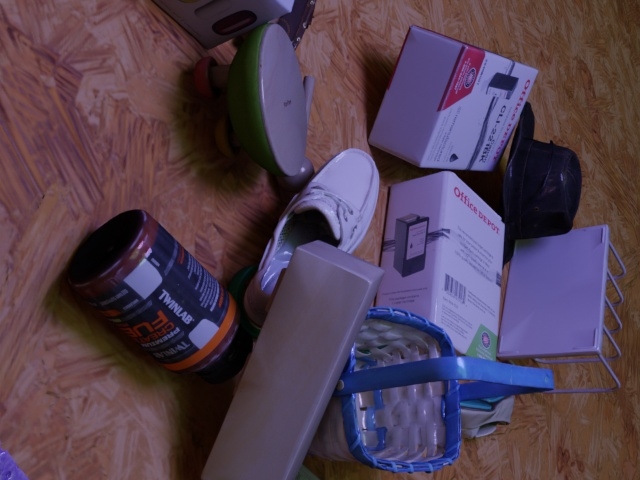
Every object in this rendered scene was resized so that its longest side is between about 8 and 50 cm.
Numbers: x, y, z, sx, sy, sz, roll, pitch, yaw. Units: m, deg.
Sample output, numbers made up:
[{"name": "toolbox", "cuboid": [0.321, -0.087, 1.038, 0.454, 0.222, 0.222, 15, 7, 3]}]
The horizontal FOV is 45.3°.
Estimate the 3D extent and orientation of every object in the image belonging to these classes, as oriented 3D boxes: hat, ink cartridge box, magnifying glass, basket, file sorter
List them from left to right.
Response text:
[{"name": "magnifying glass", "cuboid": [-0.041, 0.056, 1.007, 0.231, 0.026, 0.092, -29, 103, -49]}, {"name": "basket", "cuboid": [0.107, 0.181, 0.940, 0.255, 0.289, 0.201, 20, 65, -49]}, {"name": "ink cartridge box", "cuboid": [0.195, 0.058, 1.226, 0.198, 0.115, 0.272, 35, 55, -42]}, {"name": "ink cartridge box", "cuboid": [0.227, -0.225, 1.275, 0.273, 0.114, 0.197, -5, 120, -52]}, {"name": "hat", "cuboid": [0.417, -0.088, 1.439, 0.331, 0.134, 0.331, 11, 90, -72]}, {"name": "file sorter", "cuboid": [0.487, 0.141, 1.511, 0.173, 0.193, 0.277, 46, 48, -37]}]

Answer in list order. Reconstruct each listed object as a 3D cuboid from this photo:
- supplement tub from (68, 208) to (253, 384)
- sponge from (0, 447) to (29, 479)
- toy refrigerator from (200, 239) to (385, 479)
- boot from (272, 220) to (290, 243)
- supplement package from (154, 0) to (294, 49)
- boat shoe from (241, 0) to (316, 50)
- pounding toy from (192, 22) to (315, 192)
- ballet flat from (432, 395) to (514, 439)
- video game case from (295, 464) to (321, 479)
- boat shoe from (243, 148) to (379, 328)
[{"name": "supplement tub", "cuboid": [-0.154, 0.067, 0.792, 0.198, 0.106, 0.106, 49, 46, -31]}, {"name": "sponge", "cuboid": [-0.284, 0.251, 0.640, 0.117, 0.031, 0.210, -47, 118, -46]}, {"name": "toy refrigerator", "cuboid": [-0.031, 0.139, 0.820, 0.269, 0.094, 0.102, -67, 170, 10]}, {"name": "boot", "cuboid": [0.000, 0.001, 1.023, 0.121, 0.045, 0.099, 49, 38, 7]}, {"name": "supplement package", "cuboid": [-0.148, -0.397, 0.893, 0.262, 0.145, 0.204, 37, 53, -40]}, {"name": "boat shoe", "cuboid": [-0.044, -0.319, 1.066, 0.073, 0.073, 0.207, 48, 54, -35]}, {"name": "pounding toy", "cuboid": [-0.086, -0.160, 0.957, 0.237, 0.110, 0.182, 35, 53, -72]}, {"name": "ballet flat", "cuboid": [0.254, 0.291, 1.275, 0.248, 0.086, 0.086, 8, 74, -51]}, {"name": "video game case", "cuboid": [-0.044, 0.369, 0.918, 0.212, 0.023, 0.193, 50, 46, -32]}, {"name": "boat shoe", "cuboid": [0.002, -0.018, 0.931, 0.098, 0.096, 0.277, 26, 62, 6]}]
